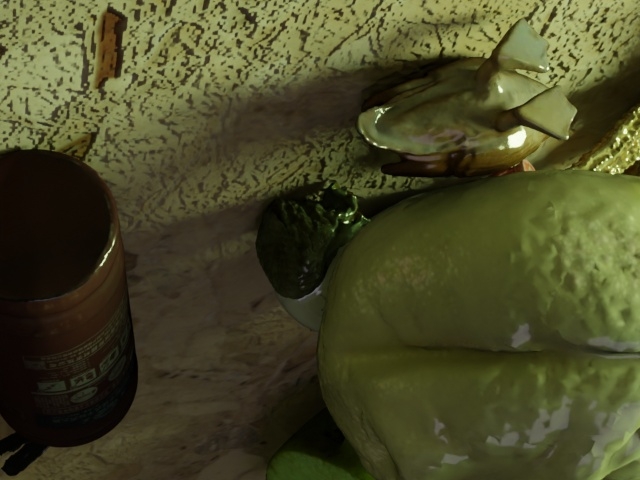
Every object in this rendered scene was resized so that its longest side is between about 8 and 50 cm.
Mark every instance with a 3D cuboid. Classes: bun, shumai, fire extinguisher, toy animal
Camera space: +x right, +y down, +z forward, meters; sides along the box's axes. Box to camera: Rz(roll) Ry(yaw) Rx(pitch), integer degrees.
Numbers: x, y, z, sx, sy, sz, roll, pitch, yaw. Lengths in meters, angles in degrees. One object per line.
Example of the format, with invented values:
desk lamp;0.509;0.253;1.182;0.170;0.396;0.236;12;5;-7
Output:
bun;0.169;0.100;1.322;0.365;0.219;0.365;-4;155;-2
shumai;0.000;0.000;1.342;0.080;0.082;0.083;-8;176;-25
fire extinguisher;-0.198;0.071;1.285;0.135;0.114;0.337;-34;159;-17
toy animal;0.085;-0.076;1.245;0.188;0.089;0.179;-9;165;-29

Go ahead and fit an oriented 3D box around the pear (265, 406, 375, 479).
pear;0.079;0.231;1.716;0.159;0.292;0.292;-47;166;-27

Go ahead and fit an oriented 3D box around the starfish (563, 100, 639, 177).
starfish;0.296;-0.089;1.380;0.302;0.060;0.299;-30;159;7

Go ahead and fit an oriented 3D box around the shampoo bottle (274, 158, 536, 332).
shampoo bottle;0.074;0.003;1.419;0.221;0.051;0.108;-29;149;18
